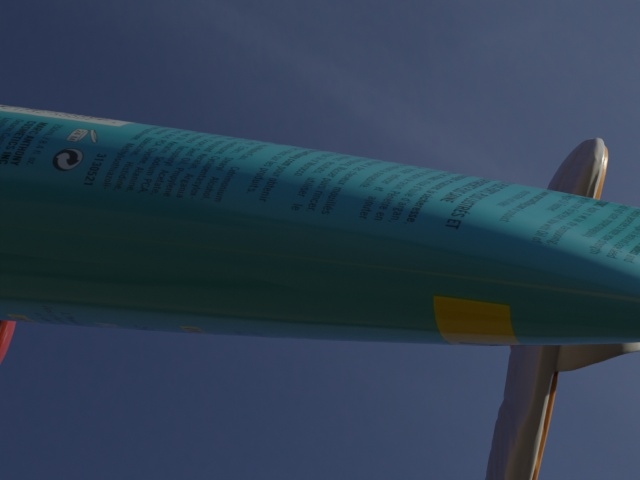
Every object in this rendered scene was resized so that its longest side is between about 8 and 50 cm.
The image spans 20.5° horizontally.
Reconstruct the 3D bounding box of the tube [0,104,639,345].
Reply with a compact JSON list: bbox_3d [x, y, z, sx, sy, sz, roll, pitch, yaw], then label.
[{"bbox_3d":[0.000,0.000,0.393,0.207,0.080,0.052,5,-71,20],"label":"tube"}]

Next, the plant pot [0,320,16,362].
[{"bbox_3d":[-0.298,0.024,1.113,0.191,0.191,0.174,-34,-40,13],"label":"plant pot"}]

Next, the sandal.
[{"bbox_3d":[0.158,0.071,1.090,0.076,0.102,0.265,11,-88,-3],"label":"sandal"}]
